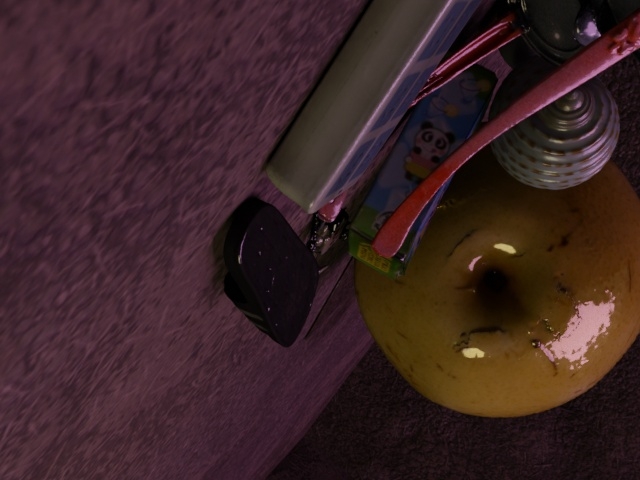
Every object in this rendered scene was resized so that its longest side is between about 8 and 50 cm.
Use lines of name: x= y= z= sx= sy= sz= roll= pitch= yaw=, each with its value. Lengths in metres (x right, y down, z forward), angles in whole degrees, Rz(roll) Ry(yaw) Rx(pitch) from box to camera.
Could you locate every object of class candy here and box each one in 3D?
candy: x=0.094 y=-0.067 z=0.959 sx=0.195 sy=0.062 sz=0.097 roll=-61 pitch=172 yaw=-11

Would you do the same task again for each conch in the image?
conch: x=0.204 y=-0.110 z=0.955 sx=0.102 sy=0.135 sz=0.153 roll=-2 pitch=163 yaw=-25

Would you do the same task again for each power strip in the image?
power strip: x=0.058 y=-0.133 z=0.681 sx=0.270 sy=0.046 sz=0.118 roll=-56 pitch=170 yaw=23

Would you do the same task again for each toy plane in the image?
toy plane: x=0.000 y=0.000 z=0.972 sx=0.049 sy=0.031 sz=0.121 roll=-39 pitch=163 yaw=-35

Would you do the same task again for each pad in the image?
pad: x=0.053 y=0.042 z=1.496 sx=0.158 sy=0.003 sz=0.235 roll=-45 pitch=169 yaw=-38

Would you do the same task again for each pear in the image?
pear: x=0.207 y=0.030 z=1.172 sx=0.348 sy=0.348 sz=0.348 roll=-50 pitch=171 yaw=-11

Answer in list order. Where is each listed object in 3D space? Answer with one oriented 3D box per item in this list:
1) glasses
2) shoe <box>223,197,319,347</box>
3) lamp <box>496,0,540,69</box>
glasses: x=0.107 y=-0.115 z=0.760 sx=0.268 sy=0.118 sz=0.234 roll=-34 pitch=-162 yaw=-6
shoe: x=-0.047 y=0.019 z=0.776 sx=0.071 sy=0.049 sz=0.179 roll=-61 pitch=156 yaw=-18
lamp: x=0.226 y=-0.211 z=1.024 sx=0.105 sy=0.105 sz=0.105 roll=-50 pitch=171 yaw=-11
